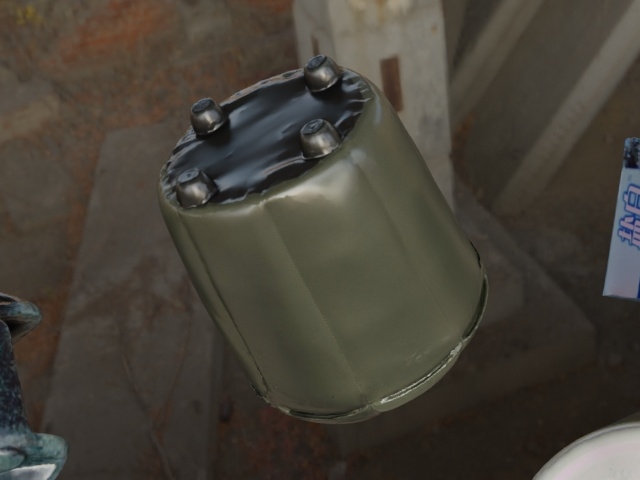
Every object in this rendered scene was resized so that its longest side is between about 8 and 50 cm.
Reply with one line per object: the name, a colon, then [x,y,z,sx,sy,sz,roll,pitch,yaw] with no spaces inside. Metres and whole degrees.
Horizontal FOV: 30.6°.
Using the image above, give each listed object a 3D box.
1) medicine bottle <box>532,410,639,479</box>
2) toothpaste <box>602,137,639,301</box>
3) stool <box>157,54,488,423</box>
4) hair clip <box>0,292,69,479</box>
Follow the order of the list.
medicine bottle: [0.236,0.159,0.825,0.115,0.078,0.219,-28,-14,25]
toothpaste: [0.220,0.010,0.507,0.272,0.066,0.053,11,-4,-44]
stool: [0.000,0.000,0.403,0.096,0.110,0.096,-19,35,14]
hair clip: [-0.287,0.094,0.603,0.206,0.310,0.194,-21,67,18]
